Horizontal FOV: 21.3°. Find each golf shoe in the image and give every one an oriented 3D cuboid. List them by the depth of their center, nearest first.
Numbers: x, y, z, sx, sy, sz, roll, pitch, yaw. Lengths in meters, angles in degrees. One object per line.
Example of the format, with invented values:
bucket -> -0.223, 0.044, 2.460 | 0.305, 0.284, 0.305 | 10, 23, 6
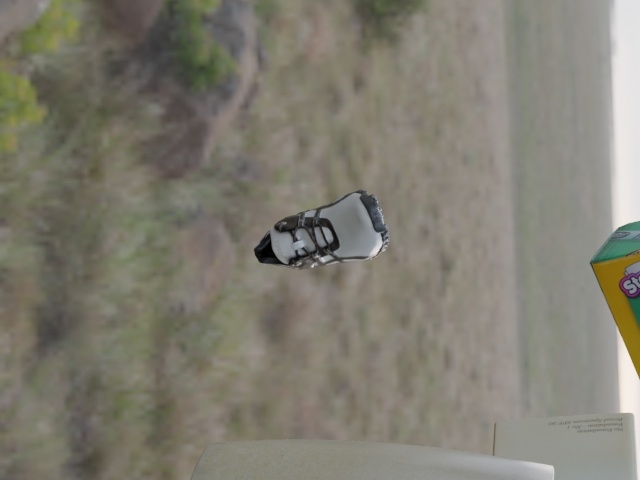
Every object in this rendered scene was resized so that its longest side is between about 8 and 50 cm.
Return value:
golf shoe -> 0.000, 0.000, 1.844 | 0.198, 0.094, 0.077 | -22, -91, 60

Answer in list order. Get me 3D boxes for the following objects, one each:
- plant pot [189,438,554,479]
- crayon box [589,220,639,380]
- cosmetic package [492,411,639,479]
plant pot -> 0.020, 0.265, 1.376 | 0.256, 0.274, 0.256 | 17, 90, -85
crayon box -> 0.373, 0.045, 1.347 | 0.081, 0.278, 0.165 | -41, 111, -51
cosmetic package -> 0.255, 0.313, 1.754 | 0.309, 0.160, 0.113 | -77, 158, -60
